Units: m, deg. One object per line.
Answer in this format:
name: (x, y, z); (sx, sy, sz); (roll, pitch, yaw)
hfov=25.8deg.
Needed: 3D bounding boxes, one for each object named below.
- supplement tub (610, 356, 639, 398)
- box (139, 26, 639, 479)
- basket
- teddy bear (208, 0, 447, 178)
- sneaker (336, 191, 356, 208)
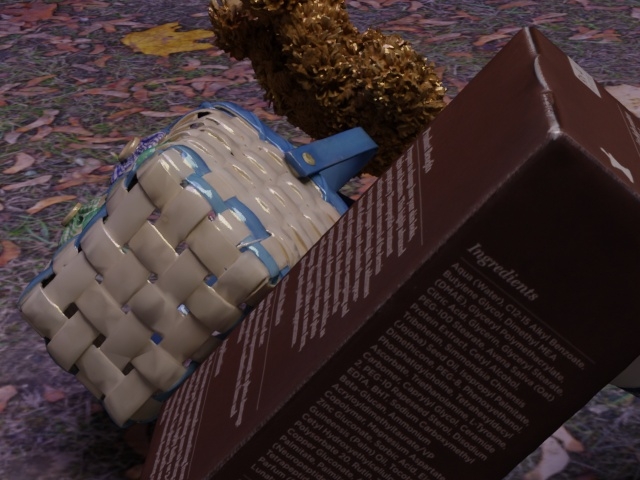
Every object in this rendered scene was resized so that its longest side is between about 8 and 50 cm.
supplement tub: (0.345, 0.047, 0.926); (0.316, 0.228, 0.228); (27, 22, -14)
box: (0.051, 0.068, 0.864); (0.143, 0.381, 0.191); (37, 23, -13)
basket: (-0.081, 0.010, 1.107); (0.201, 0.255, 0.289); (48, 18, 10)
teddy bear: (0.033, -0.115, 1.258); (0.245, 0.338, 0.113); (-8, 38, 50)
sneaker: (0.000, 0.000, 1.337); (0.232, 0.081, 0.090); (16, 24, 31)
